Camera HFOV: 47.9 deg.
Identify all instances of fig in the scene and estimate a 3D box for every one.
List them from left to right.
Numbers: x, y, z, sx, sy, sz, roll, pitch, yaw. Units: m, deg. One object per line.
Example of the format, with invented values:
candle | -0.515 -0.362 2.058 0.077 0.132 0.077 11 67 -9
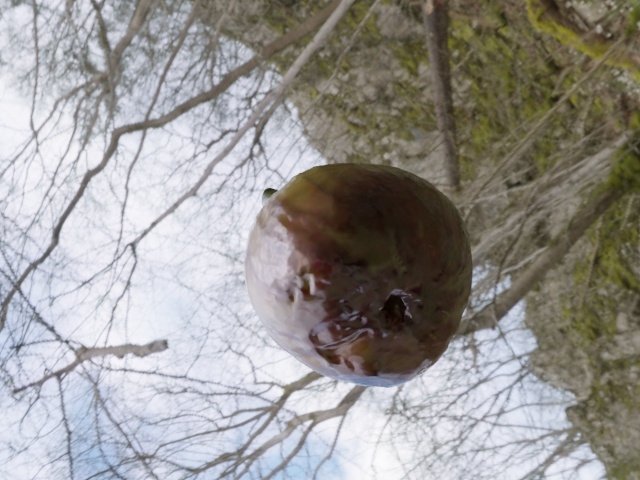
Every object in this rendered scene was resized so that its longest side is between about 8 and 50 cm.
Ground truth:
fig | -0.005 0.012 0.522 0.143 0.231 0.160 -51 -48 -26
